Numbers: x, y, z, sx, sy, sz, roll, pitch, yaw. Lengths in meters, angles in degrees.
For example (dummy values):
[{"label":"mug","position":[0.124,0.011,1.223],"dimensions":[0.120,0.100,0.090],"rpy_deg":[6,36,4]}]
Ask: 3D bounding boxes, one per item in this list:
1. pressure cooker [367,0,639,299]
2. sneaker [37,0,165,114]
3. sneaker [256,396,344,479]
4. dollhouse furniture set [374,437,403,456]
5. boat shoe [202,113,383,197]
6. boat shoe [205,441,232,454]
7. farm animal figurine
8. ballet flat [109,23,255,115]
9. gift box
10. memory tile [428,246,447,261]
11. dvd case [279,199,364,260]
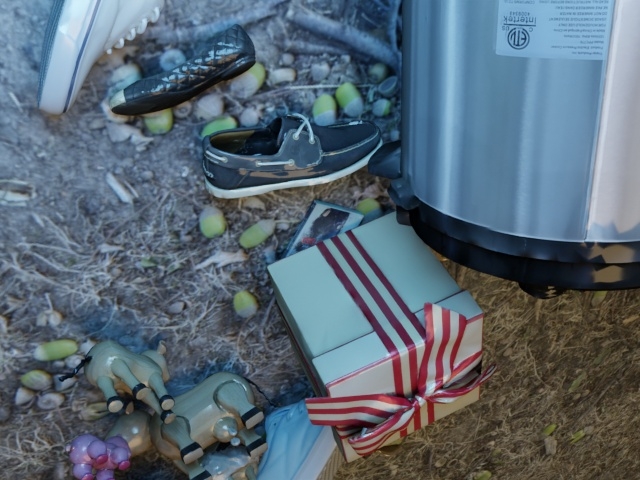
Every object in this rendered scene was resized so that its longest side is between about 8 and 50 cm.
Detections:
[{"label":"pressure cooker","position":[0.261,-0.138,0.774],"dimensions":[0.376,0.370,0.420],"rpy_deg":[-14,117,-22]},{"label":"sneaker","position":[-0.200,-0.229,0.688],"dimensions":[0.091,0.094,0.258],"rpy_deg":[17,117,-31]},{"label":"sneaker","position":[-0.019,0.307,1.188],"dimensions":[0.365,0.150,0.135],"rpy_deg":[-56,157,3]},{"label":"dollhouse furniture set","position":[0.090,0.287,1.253],"dimensions":[0.161,0.101,0.181],"rpy_deg":[1,125,-28]},{"label":"boat shoe","position":[-0.030,-0.115,0.876],"dimensions":[0.233,0.084,0.079],"rpy_deg":[-13,131,-14]},{"label":"boat shoe","position":[-0.169,0.342,1.204],"dimensions":[0.043,0.049,0.137],"rpy_deg":[27,105,-36]},{"label":"farm animal figurine","position":[-0.227,0.266,1.042],"dimensions":[0.327,0.172,0.330],"rpy_deg":[-9,122,-35]},{"label":"ballet flat","position":[-0.154,-0.184,0.792],"dimensions":[0.173,0.049,0.057],"rpy_deg":[-25,176,-5]},{"label":"gift box","position":[0.073,0.137,0.998],"dimensions":[0.255,0.258,0.276],"rpy_deg":[-27,141,-6]},{"label":"memory tile","position":[0.221,-0.011,1.102],"dimensions":[0.113,0.012,0.148],"rpy_deg":[9,139,-24]},{"label":"dvd case","position":[0.000,0.000,1.034],"dimensions":[0.087,0.013,0.119],"rpy_deg":[14,121,-35]}]
